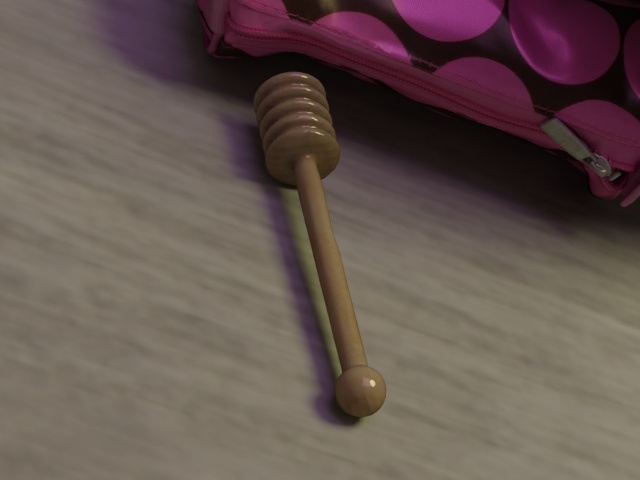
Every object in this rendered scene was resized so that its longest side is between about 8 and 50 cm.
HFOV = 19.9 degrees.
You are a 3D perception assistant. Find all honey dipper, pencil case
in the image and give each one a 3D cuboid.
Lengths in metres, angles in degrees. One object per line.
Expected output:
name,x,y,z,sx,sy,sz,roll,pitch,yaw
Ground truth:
honey dipper,0.000,0.000,0.678,0.030,0.030,0.160,10,43,-22
pencil case,0.048,-0.085,0.762,0.209,0.095,0.098,18,54,-9

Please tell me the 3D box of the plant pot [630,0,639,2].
plant pot,0.173,-0.271,0.844,0.353,0.366,0.366,26,31,35
